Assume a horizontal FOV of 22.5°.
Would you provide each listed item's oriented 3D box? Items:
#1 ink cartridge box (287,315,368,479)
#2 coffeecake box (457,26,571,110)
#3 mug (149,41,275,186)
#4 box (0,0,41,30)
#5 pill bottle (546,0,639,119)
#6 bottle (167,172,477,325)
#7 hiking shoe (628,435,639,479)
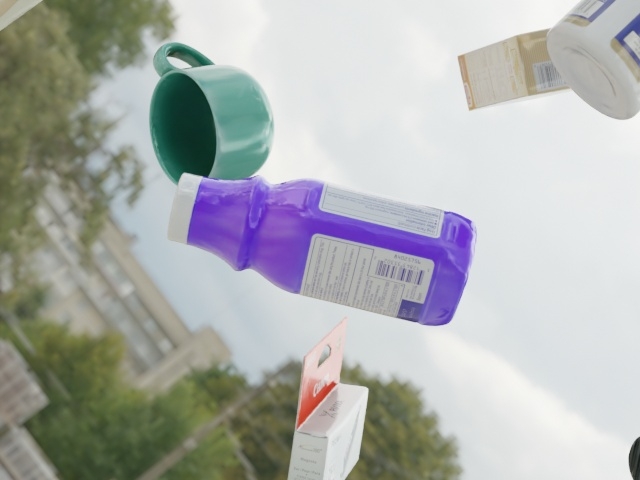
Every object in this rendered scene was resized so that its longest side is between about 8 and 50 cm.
[{"bbox_3d":[0.019,0.264,2.480,0.060,0.239,0.275,11,13,12],"label":"ink cartridge box"},{"bbox_3d":[0.248,-0.191,1.730,0.185,0.142,0.068,180,-102,-76],"label":"coffeecake box"},{"bbox_3d":[-0.111,-0.138,1.731,0.129,0.097,0.157,6,-76,50],"label":"mug"},{"bbox_3d":[-0.384,-0.422,2.164,0.148,0.311,0.121,51,-6,7],"label":"box"},{"bbox_3d":[0.308,-0.209,1.467,0.112,0.187,0.112,45,-11,11],"label":"pill bottle"},{"bbox_3d":[0.000,0.000,1.510,0.283,0.092,0.118,13,-39,1],"label":"bottle"},{"bbox_3d":[0.583,0.284,2.218,0.132,0.304,0.113,34,47,-55],"label":"hiking shoe"}]
